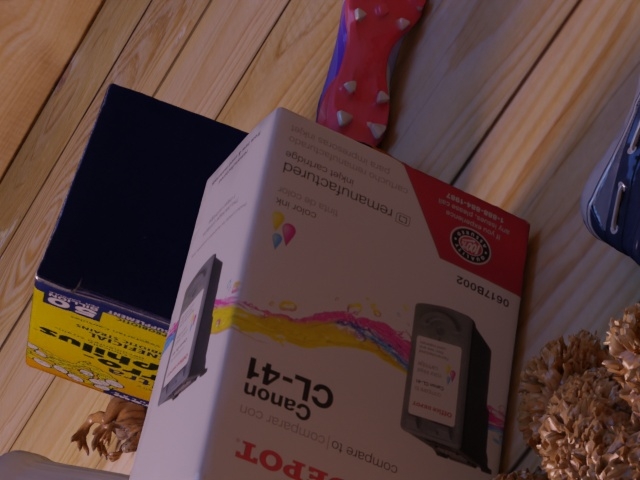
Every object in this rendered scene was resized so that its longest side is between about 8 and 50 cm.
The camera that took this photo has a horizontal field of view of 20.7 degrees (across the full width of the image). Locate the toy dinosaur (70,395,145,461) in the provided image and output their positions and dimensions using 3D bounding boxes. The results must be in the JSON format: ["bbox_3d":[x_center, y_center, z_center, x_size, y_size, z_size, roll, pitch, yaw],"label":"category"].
[{"bbox_3d":[-0.225,0.191,1.986,0.112,0.064,0.211,-40,34,11],"label":"toy dinosaur"}]

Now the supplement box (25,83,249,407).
[{"bbox_3d":[-0.153,0.027,1.652,0.356,0.194,0.195,124,165,-72],"label":"supplement box"}]

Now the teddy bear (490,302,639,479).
[{"bbox_3d":[0.162,0.152,0.947,0.245,0.113,0.338,-61,19,17],"label":"teddy bear"}]

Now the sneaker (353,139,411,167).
[{"bbox_3d":[0.019,0.027,1.494,0.121,0.099,0.262,-52,21,42],"label":"sneaker"}]

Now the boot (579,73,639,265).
[{"bbox_3d":[0.237,-0.072,1.115,0.190,0.069,0.086,-68,25,13],"label":"boot"}]

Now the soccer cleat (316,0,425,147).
[{"bbox_3d":[0.042,-0.182,1.717,0.095,0.083,0.248,-40,33,58],"label":"soccer cleat"}]

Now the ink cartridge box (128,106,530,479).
[{"bbox_3d":[0.012,0.092,1.231,0.131,0.226,0.306,-43,30,49],"label":"ink cartridge box"}]

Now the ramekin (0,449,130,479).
[{"bbox_3d":[-0.207,0.320,1.470,0.277,0.135,0.277,3,-90,-76],"label":"ramekin"}]
